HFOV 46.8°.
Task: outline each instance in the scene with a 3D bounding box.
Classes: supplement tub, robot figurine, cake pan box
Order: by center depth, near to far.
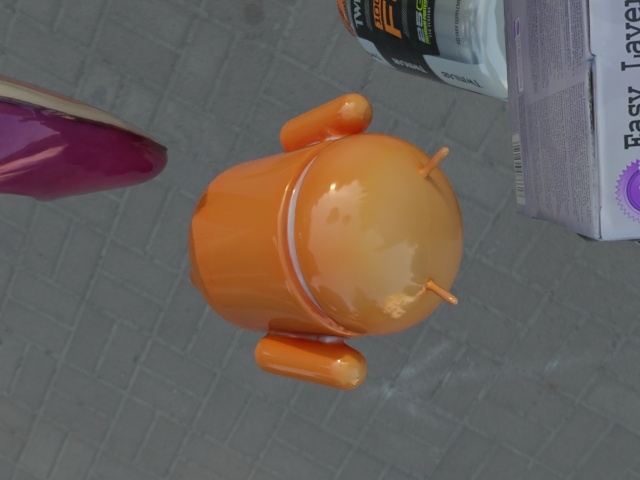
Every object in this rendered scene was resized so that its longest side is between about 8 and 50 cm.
[{"bbox_3d":[0.171,-0.131,0.482,0.070,0.246,0.266,-4,94,7],"label":"cake pan box"},{"bbox_3d":[0.000,0.002,0.484,0.219,0.158,0.128,-7,130,48],"label":"robot figurine"},{"bbox_3d":[0.158,-0.278,0.855,0.194,0.316,0.193,-11,115,-25],"label":"supplement tub"}]

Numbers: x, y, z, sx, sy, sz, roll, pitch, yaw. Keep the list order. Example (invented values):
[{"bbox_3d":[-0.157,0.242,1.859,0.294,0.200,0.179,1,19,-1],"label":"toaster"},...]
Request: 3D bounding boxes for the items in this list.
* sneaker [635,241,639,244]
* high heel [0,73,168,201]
[{"bbox_3d":[0.687,-0.089,1.265,0.321,0.180,0.124,-28,97,-18],"label":"sneaker"},{"bbox_3d":[-0.258,-0.016,0.410,0.127,0.377,0.181,25,104,42],"label":"high heel"}]
